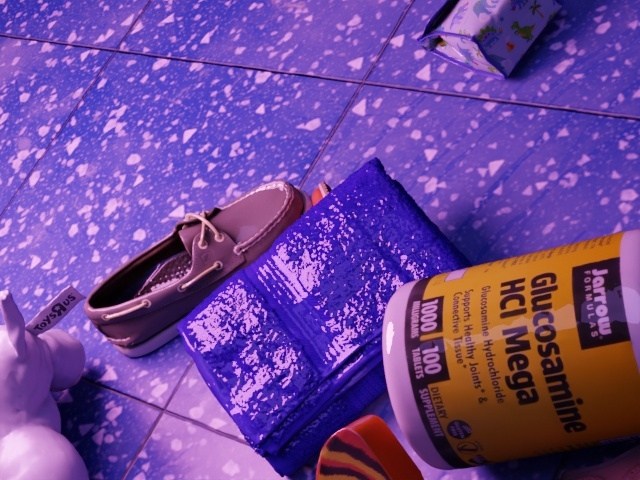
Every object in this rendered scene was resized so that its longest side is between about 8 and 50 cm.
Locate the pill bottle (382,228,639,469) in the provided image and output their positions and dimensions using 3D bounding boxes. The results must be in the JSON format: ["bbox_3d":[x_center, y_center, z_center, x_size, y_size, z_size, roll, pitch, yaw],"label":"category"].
[{"bbox_3d":[0.241,0.095,1.214,0.334,0.188,0.188,-15,49,24],"label":"pill bottle"}]

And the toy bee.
[{"bbox_3d":[0.087,0.310,1.169,0.162,0.195,0.298,-53,52,23],"label":"toy bee"}]

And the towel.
[{"bbox_3d":[0.006,0.075,1.431,0.308,0.076,0.227,-41,63,0],"label":"towel"}]

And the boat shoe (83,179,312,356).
[{"bbox_3d":[-0.148,0.022,1.607,0.305,0.091,0.109,-37,44,4],"label":"boat shoe"}]

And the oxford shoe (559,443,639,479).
[{"bbox_3d":[0.326,0.204,1.140,0.271,0.097,0.098,-18,42,22],"label":"oxford shoe"}]

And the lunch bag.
[{"bbox_3d":[0.198,-0.279,1.621,0.129,0.096,0.151,-50,30,-7],"label":"lunch bag"}]

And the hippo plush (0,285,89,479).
[{"bbox_3d":[-0.332,0.225,1.529,0.294,0.234,0.236,-35,73,27],"label":"hippo plush"}]

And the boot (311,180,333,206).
[{"bbox_3d":[0.000,0.000,1.552,0.085,0.059,0.158,-29,46,18],"label":"boot"}]
